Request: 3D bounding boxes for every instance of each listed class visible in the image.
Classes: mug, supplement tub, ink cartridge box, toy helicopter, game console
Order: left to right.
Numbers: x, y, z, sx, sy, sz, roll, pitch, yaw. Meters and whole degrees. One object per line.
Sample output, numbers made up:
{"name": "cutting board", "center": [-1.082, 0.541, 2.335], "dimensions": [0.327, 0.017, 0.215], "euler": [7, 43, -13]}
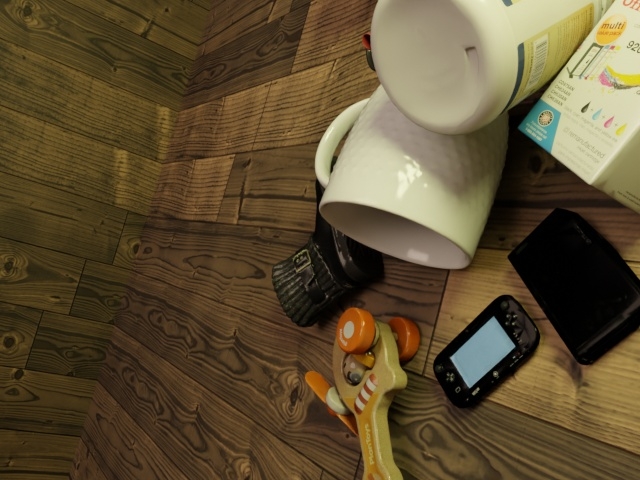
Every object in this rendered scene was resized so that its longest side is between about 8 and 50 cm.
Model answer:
{"name": "toy helicopter", "center": [0.078, 0.312, 1.127], "dimensions": [0.235, 0.140, 0.355], "euler": [-41, 46, 42]}
{"name": "mug", "center": [0.147, -0.160, 1.104], "dimensions": [0.374, 0.276, 0.328], "euler": [12, 74, 41]}
{"name": "supplement tub", "center": [0.251, -0.309, 0.875], "dimensions": [0.228, 0.316, 0.228], "euler": [35, 143, 32]}
{"name": "game console", "center": [0.313, 0.135, 0.946], "dimensions": [0.361, 0.044, 0.213], "euler": [-53, 37, 28]}
{"name": "ink cartridge box", "center": [0.429, -0.180, 0.813], "dimensions": [0.232, 0.168, 0.171], "euler": [-56, 35, 22]}

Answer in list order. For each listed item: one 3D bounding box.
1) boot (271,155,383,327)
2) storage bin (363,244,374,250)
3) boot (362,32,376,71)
{"name": "boot", "center": [-0.003, 0.000, 1.407], "dimensions": [0.260, 0.131, 0.348], "euler": [-40, 44, 40]}
{"name": "storage bin", "center": [0.153, -0.040, 1.244], "dimensions": [0.091, 0.098, 0.135], "euler": [11, 82, 30]}
{"name": "boot", "center": [0.171, -0.453, 1.335], "dimensions": [0.088, 0.176, 0.244], "euler": [-26, 52, 51]}
